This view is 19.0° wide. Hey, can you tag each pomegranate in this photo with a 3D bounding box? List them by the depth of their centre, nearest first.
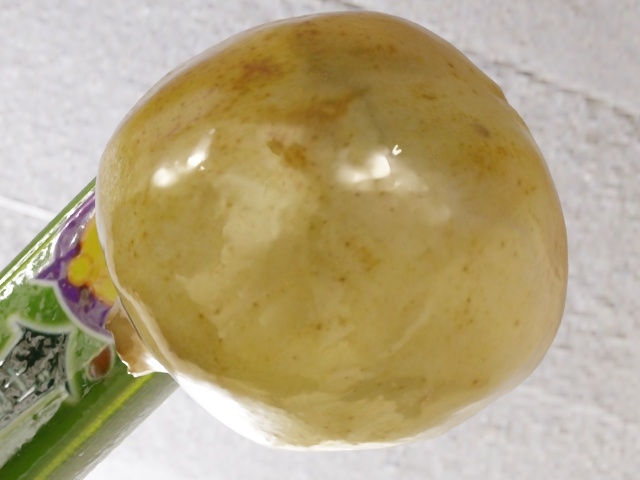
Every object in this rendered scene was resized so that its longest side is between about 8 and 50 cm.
[{"bbox_3d":[0.006,-0.005,0.920,0.233,0.233,0.233,8,146,6],"label":"pomegranate"}]

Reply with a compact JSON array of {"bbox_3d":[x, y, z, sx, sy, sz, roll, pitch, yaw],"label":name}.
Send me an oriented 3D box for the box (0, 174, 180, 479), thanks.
[{"bbox_3d":[-0.177,0.087,1.222,0.345,0.134,0.097,-45,160,9],"label":"box"}]
